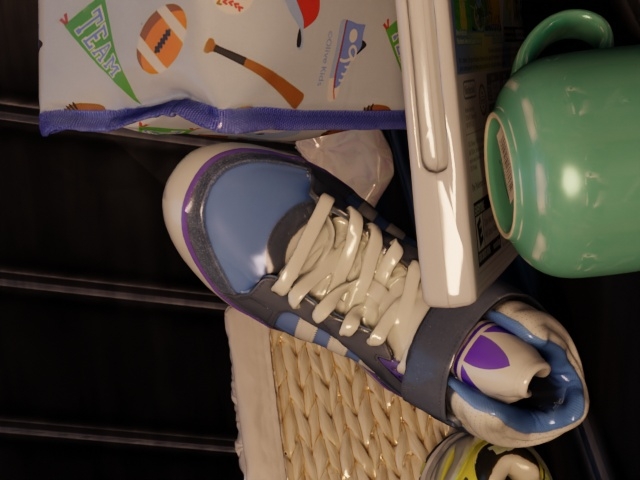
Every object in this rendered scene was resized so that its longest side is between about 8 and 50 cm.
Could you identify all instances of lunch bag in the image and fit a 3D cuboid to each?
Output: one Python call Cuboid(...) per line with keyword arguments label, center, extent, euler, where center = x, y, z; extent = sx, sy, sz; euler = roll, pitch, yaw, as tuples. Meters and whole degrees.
Cuboid(label="lunch bag", center=(-0.013, -0.241, 1.110), extent=(0.385, 0.238, 0.328), euler=(-5, -82, -53))

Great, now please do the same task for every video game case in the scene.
Cuboid(label="video game case", center=(0.099, -0.131, 0.947), extent=(0.329, 0.036, 0.300), euler=(-27, -68, -72))

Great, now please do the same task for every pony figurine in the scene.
Cuboid(label="pony figurine", center=(0.000, 0.000, 1.927), extent=(0.351, 0.303, 0.363), euler=(49, 166, 6))

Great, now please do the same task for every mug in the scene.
Cuboid(label="mug", center=(0.147, -0.050, 0.829), extent=(0.158, 0.097, 0.130), euler=(-108, 11, -62))

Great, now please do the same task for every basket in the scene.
Cuboid(label="basket", center=(0.050, 0.255, 1.461), extent=(0.328, 0.266, 0.331), euler=(91, 169, -60))

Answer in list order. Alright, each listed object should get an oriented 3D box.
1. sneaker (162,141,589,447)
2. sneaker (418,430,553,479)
Cuboid(label="sneaker", center=(0.060, 0.042, 1.035), extent=(0.236, 0.322, 0.130), euler=(14, 69, 57))
Cuboid(label="sneaker", center=(0.150, 0.346, 1.176), extent=(0.147, 0.145, 0.385), euler=(108, 152, -79))
